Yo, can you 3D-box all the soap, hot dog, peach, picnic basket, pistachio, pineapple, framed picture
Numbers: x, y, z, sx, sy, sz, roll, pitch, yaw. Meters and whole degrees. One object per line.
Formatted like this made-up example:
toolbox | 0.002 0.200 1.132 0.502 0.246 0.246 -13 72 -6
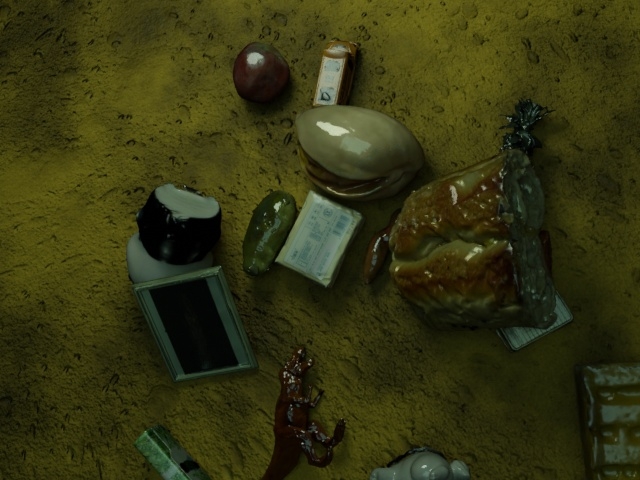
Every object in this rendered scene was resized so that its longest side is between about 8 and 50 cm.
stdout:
soap | 0.709 0.389 1.421 0.335 0.156 0.293 -6 84 11
hot dog | 0.312 0.026 1.493 0.365 0.196 0.367 -16 72 47
peach | -0.161 -0.417 1.734 0.152 0.152 0.152 -2 82 12
picnic basket | 0.466 0.165 1.542 0.164 0.079 0.115 -30 77 7
pistachio | 0.086 -0.209 1.617 0.309 0.230 0.229 18 87 17
pineapple | 0.447 -0.210 1.586 0.125 0.125 0.251 19 80 14
framed picture | -0.297 0.209 1.651 0.231 0.018 0.293 -12 115 10

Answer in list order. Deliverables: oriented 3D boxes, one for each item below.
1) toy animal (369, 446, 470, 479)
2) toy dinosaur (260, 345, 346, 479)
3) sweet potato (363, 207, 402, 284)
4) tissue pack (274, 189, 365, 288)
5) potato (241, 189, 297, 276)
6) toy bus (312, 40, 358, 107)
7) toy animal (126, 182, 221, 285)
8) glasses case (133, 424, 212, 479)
toy animal | 0.181 0.589 1.515 0.209 0.154 0.325 26 110 -6
toy dinosaur | -0.052 0.468 1.607 0.208 0.097 0.432 11 81 27
sweet potato | 0.146 0.011 1.647 0.058 0.055 0.202 29 89 -7
tissue pack | 0.000 0.000 1.661 0.148 0.092 0.196 26 87 14
potato | -0.129 -0.019 1.686 0.117 0.090 0.225 15 78 52
toy bus | 0.036 -0.406 1.710 0.083 0.088 0.194 10 85 14
toy animal | -0.354 0.007 1.682 0.213 0.212 0.266 34 121 14
glasses case | -0.322 0.558 1.653 0.272 0.095 0.062 42 88 14
